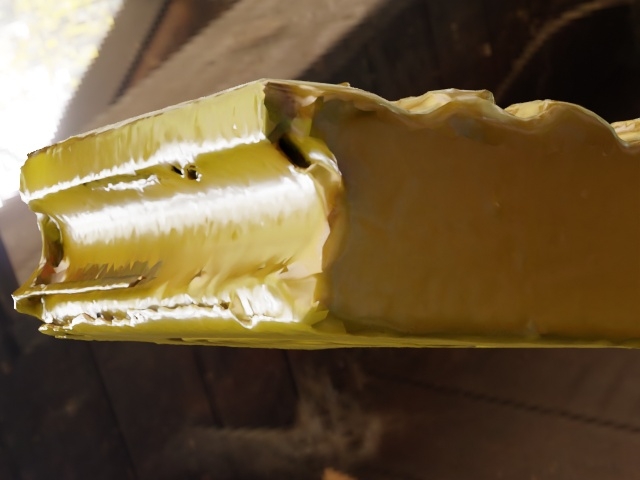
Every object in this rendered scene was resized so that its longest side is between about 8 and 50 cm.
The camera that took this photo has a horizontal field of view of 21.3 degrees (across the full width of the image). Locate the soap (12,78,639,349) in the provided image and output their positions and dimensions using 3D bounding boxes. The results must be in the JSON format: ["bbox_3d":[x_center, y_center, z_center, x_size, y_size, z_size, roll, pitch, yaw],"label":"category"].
[{"bbox_3d":[0.000,0.000,0.765,0.204,0.096,0.324,5,174,-28],"label":"soap"}]
